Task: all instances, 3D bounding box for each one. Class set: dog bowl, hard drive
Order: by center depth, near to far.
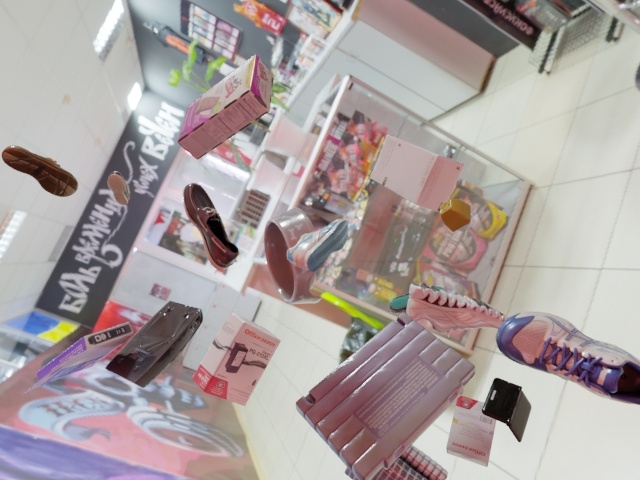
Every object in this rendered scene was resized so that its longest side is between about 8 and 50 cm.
[{"bbox_3d":[-0.449,0.282,1.291,0.171,0.054,0.255,5,44,38],"label":"hard drive"},{"bbox_3d":[-0.103,0.064,1.648,0.348,0.102,0.350,168,90,-68],"label":"dog bowl"}]

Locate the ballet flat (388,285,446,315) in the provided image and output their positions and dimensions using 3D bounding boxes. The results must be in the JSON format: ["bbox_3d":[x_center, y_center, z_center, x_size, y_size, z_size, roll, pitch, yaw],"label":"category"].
[{"bbox_3d":[0.302,0.191,1.470,0.070,0.188,0.070,168,90,-86],"label":"ballet flat"}]

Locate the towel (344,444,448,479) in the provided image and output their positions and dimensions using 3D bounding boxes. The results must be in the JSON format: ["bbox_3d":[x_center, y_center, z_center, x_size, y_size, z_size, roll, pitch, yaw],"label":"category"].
[{"bbox_3d":[0.189,0.632,1.259,0.121,0.234,0.284,-46,-23,-37],"label":"towel"}]

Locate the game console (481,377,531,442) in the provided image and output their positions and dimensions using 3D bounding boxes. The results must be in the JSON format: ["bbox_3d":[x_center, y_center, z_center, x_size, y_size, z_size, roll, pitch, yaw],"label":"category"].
[{"bbox_3d":[0.488,0.440,1.224,0.122,0.107,0.071,-47,-39,-39],"label":"game console"}]

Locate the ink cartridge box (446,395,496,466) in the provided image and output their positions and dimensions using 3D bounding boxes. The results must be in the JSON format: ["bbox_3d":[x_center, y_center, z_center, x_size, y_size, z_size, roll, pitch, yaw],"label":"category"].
[{"bbox_3d":[0.478,0.598,1.472,0.072,0.127,0.175,69,-141,-50],"label":"ink cartridge box"}]

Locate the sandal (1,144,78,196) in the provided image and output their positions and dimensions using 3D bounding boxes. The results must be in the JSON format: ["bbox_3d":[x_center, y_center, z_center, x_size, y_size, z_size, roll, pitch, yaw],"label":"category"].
[{"bbox_3d":[-0.629,-0.164,1.063,0.072,0.180,0.049,-31,53,11],"label":"sandal"}]

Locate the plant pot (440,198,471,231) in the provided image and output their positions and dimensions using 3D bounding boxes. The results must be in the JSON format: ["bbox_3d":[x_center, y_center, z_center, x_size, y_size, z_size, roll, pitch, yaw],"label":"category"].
[{"bbox_3d":[0.455,-0.096,1.602,0.081,0.083,0.082,-36,30,43],"label":"plant pot"}]

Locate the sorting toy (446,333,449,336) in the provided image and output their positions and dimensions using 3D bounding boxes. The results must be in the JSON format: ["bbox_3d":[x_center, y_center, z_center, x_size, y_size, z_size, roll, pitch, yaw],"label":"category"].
[{"bbox_3d":[0.502,0.337,1.839,0.083,0.075,0.044,-37,18,-30],"label":"sorting toy"}]

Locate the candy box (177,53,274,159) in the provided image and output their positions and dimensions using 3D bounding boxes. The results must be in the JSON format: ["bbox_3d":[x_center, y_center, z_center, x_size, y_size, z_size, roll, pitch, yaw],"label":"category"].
[{"bbox_3d":[-0.222,-0.313,1.103,0.233,0.071,0.159,-26,43,25],"label":"candy box"}]

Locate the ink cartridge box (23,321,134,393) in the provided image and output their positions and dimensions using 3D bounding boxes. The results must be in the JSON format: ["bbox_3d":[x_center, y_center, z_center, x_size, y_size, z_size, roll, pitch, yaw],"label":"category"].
[{"bbox_3d":[-0.620,0.296,1.198,0.206,0.045,0.208,-35,-7,20],"label":"ink cartridge box"}]

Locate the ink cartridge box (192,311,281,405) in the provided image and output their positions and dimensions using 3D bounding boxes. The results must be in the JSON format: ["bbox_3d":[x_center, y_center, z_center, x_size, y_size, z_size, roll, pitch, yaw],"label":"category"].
[{"bbox_3d":[-0.261,0.372,1.475,0.100,0.172,0.237,18,76,49],"label":"ink cartridge box"}]

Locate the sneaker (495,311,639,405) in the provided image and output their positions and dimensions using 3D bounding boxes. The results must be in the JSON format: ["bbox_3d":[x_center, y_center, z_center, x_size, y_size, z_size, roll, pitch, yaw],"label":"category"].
[{"bbox_3d":[0.474,0.213,0.848,0.131,0.296,0.112,-79,6,-84],"label":"sneaker"}]

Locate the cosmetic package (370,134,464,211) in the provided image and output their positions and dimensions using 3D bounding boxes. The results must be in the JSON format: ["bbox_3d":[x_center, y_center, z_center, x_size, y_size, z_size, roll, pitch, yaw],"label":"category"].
[{"bbox_3d":[0.393,-0.287,1.964,0.385,0.156,0.218,43,116,58],"label":"cosmetic package"}]

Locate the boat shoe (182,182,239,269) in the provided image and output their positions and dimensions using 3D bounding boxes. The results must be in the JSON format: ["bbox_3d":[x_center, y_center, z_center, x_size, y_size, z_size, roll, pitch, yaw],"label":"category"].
[{"bbox_3d":[-0.228,-0.041,0.996,0.065,0.075,0.206,-34,75,37],"label":"boat shoe"}]

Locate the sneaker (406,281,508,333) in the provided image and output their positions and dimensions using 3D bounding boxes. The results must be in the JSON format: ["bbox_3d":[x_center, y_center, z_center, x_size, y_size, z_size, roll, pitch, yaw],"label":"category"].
[{"bbox_3d":[0.381,0.209,1.314,0.110,0.291,0.119,-17,-57,-84],"label":"sneaker"}]

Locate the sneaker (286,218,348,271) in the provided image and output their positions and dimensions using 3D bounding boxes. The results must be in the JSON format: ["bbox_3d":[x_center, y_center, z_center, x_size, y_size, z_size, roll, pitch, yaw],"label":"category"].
[{"bbox_3d":[0.000,0.000,1.310,0.228,0.092,0.088,-37,-49,-44],"label":"sneaker"}]

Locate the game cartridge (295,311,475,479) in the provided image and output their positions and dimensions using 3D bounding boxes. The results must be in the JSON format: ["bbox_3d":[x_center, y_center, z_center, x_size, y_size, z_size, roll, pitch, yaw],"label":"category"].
[{"bbox_3d":[0.150,0.336,1.044,0.354,0.230,0.068,-33,-37,-25],"label":"game cartridge"}]

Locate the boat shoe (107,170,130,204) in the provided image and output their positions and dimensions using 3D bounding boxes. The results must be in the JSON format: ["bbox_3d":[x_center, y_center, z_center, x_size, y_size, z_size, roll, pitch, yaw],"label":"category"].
[{"bbox_3d":[-0.575,-0.156,1.344,0.137,0.048,0.043,106,171,-58],"label":"boat shoe"}]
